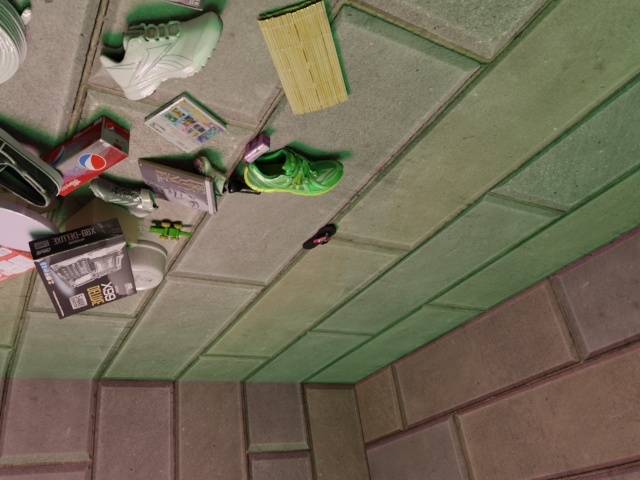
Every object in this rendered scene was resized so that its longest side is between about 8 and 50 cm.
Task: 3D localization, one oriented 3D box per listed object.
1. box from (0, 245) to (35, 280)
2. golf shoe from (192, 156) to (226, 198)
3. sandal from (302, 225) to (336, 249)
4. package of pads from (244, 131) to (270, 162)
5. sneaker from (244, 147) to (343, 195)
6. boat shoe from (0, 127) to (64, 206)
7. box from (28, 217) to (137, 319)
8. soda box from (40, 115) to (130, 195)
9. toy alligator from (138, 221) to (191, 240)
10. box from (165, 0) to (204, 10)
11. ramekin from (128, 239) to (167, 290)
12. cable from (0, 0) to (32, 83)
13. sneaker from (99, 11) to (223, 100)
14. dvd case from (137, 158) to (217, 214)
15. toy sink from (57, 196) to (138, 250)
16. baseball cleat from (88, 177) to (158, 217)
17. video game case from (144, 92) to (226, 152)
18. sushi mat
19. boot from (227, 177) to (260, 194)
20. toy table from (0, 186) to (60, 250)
[{"bbox_3d":[-1.023,0.032,1.669,0.300,0.142,0.154,-19,149,17],"label":"box"},{"bbox_3d":[-0.323,-0.188,1.575,0.086,0.067,0.186,-29,156,-18],"label":"golf shoe"},{"bbox_3d":[0.000,0.000,2.001,0.067,0.040,0.179,15,143,-35],"label":"sandal"},{"bbox_3d":[-0.176,-0.259,1.492,0.083,0.050,0.032,-30,136,33],"label":"package of pads"},{"bbox_3d":[-0.073,-0.200,1.564,0.296,0.109,0.123,-4,154,-9],"label":"sneaker"},{"bbox_3d":[-0.790,-0.189,1.305,0.113,0.105,0.306,-31,121,28],"label":"boat shoe"},{"bbox_3d":[-0.693,0.087,1.598,0.243,0.076,0.307,-18,146,-24],"label":"box"},{"bbox_3d":[-0.623,-0.217,1.406,0.263,0.083,0.092,-23,147,24],"label":"soda box"},{"bbox_3d":[-0.528,-0.035,1.787,0.190,0.056,0.051,8,-172,-29],"label":"toy alligator"},{"bbox_3d":[-0.222,-0.523,0.922,0.078,0.147,0.180,5,148,-24],"label":"box"},{"bbox_3d":[-0.655,0.095,1.916,0.207,0.109,0.207,-7,150,-4],"label":"ramekin"},{"bbox_3d":[-0.719,-0.404,1.048,0.257,0.089,0.257,10,145,-30],"label":"cable"},{"bbox_3d":[-0.340,-0.405,1.142,0.297,0.111,0.129,-22,142,20],"label":"sneaker"},{"bbox_3d":[-0.411,-0.152,1.561,0.221,0.018,0.164,15,149,3],"label":"dvd case"},{"bbox_3d":[-0.712,-0.008,1.697,0.234,0.131,0.153,-27,145,29],"label":"toy sink"},{"bbox_3d":[-0.565,-0.139,1.573,0.110,0.072,0.206,-23,150,22],"label":"baseball cleat"},{"bbox_3d":[-0.350,-0.302,1.401,0.143,0.019,0.157,-24,146,24],"label":"video game case"},{"bbox_3d":[-0.033,-0.422,1.279,0.152,0.019,0.316,-14,151,6],"label":"sushi mat"},{"bbox_3d":[-0.226,-0.157,1.610,0.099,0.045,0.121,10,-172,-14],"label":"boot"},{"bbox_3d":[-0.849,-0.094,1.482,0.252,0.160,0.274,-17,149,15],"label":"toy table"}]
